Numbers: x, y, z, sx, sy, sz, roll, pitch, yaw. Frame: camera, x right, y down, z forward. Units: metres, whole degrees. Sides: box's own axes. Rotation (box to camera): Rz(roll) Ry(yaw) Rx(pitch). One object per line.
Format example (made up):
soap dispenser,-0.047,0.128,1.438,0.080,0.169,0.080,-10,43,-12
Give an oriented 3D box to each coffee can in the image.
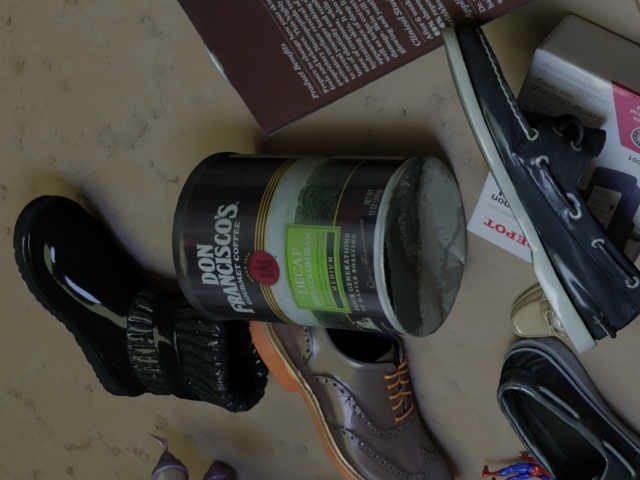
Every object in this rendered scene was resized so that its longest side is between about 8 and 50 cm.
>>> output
coffee can,0.000,0.000,1.461,0.275,0.201,0.201,3,122,31

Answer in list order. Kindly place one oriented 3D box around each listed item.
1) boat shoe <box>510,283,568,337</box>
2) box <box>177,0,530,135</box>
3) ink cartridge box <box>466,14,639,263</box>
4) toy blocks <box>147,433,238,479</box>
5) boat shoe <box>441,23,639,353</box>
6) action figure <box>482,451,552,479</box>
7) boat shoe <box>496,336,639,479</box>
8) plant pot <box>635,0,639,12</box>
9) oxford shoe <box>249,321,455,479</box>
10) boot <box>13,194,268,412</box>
boat shoe,0.277,0.078,1.430,0.170,0.059,0.063,-24,106,41
box,0.051,-0.271,1.284,0.381,0.143,0.191,-22,107,39
ink cartridge box,0.271,-0.079,1.296,0.172,0.100,0.237,29,132,14
toy blocks,-0.113,0.407,1.835,0.288,0.260,0.309,31,113,-28
boat shoe,0.222,-0.061,1.200,0.113,0.127,0.340,-24,98,11
action figure,0.262,0.288,1.607,0.115,0.030,0.038,-13,118,33
boat shoe,0.313,0.268,1.497,0.335,0.119,0.121,48,133,-4
plant pot,0.392,-0.252,1.092,0.237,0.110,0.237,17,127,23
oxford shoe,0.066,0.203,1.613,0.133,0.130,0.363,-36,98,37
boot,-0.231,0.080,1.710,0.260,0.131,0.348,-1,131,41
